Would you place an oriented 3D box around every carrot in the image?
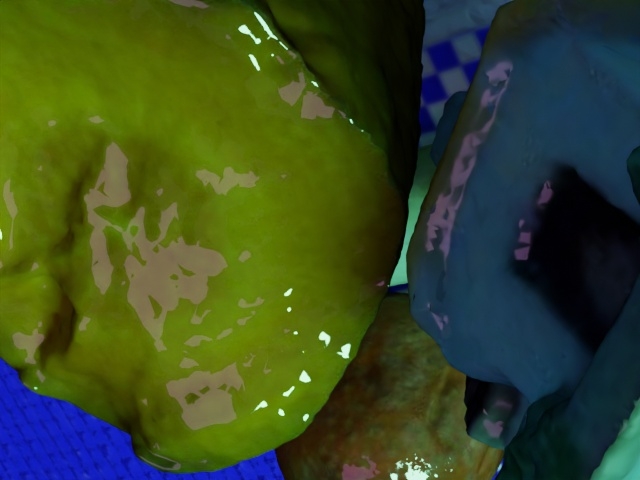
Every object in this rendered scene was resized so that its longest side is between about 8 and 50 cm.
[{"bbox_3d":[-0.070,-0.092,0.592,0.241,0.340,0.241,1,133,1],"label":"carrot"}]

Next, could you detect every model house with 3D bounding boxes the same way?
[{"bbox_3d":[0.130,-0.046,0.483,0.249,0.230,0.280,52,133,40],"label":"model house"}]

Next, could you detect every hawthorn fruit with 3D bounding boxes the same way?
[{"bbox_3d":[0.043,0.106,0.741,0.149,0.189,0.149,1,105,2],"label":"hawthorn fruit"}]

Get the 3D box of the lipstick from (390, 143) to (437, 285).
[{"bbox_3d":[0.000,0.000,0.758,0.304,0.076,0.076,-15,111,36],"label":"lipstick"}]
